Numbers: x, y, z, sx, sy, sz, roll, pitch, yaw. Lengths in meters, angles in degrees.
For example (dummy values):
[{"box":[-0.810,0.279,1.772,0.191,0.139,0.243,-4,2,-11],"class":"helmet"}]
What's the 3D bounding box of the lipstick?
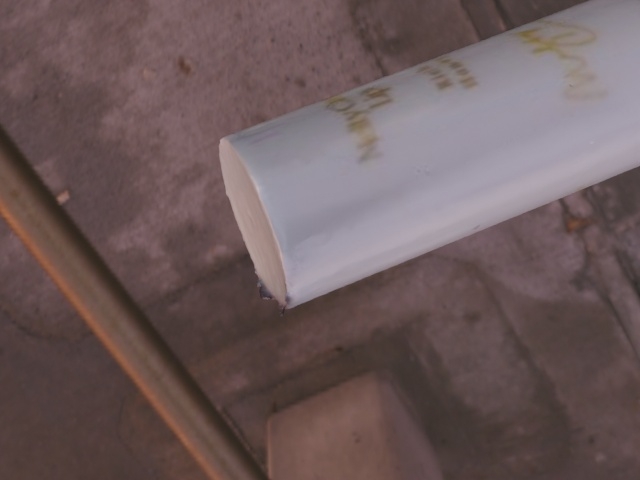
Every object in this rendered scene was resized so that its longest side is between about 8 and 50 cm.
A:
[{"box":[0.096,-0.051,0.376,0.264,0.059,0.059,-22,120,-13],"class":"lipstick"}]
